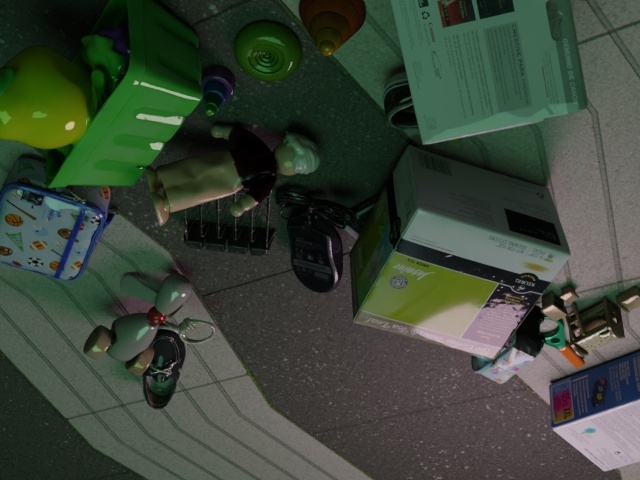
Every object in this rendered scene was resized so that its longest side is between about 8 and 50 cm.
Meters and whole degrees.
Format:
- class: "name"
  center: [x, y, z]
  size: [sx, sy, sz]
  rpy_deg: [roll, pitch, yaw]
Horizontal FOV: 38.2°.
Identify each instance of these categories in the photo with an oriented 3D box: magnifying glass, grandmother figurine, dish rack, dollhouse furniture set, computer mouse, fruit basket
- class: "magnifying glass"
  center: [0.579, 0.244, 2.262]
  size: [0.092, 0.026, 0.231]
  rpy_deg: [-26, 126, 31]
- class: "grandmother figurine"
  center: [-0.168, -0.141, 1.823]
  size: [0.342, 0.208, 0.104]
  rpy_deg: [-14, 167, -9]
- class: "dish rack"
  center: [-0.198, -0.076, 1.984]
  size: [0.208, 0.074, 0.271]
  rpy_deg: [6, 136, -1]
- class: "dollhouse furniture set"
  center: [0.624, 0.163, 2.105]
  size: [0.161, 0.101, 0.182]
  rpy_deg: [33, 132, -25]
- class: "computer mouse"
  center: [0.000, 0.000, 2.031]
  size: [0.188, 0.072, 0.272]
  rpy_deg: [17, 135, 20]
- class: "fruit basket"
  center: [-0.437, -0.268, 1.642]
  size: [0.392, 0.283, 0.392]
  rpy_deg: [-6, 146, -4]

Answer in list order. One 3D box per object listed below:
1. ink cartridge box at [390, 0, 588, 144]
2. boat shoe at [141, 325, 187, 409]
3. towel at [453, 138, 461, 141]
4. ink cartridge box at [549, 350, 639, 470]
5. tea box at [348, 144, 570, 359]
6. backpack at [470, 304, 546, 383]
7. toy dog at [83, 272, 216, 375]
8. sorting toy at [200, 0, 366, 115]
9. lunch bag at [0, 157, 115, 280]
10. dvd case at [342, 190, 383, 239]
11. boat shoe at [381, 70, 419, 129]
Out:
- class: "ink cartridge box"
  center: [0.270, -0.338, 1.492]
  size: [0.272, 0.130, 0.309]
  rpy_deg: [-9, 107, 17]
- class: "boat shoe"
  center: [-0.416, 0.340, 2.451]
  size: [0.114, 0.091, 0.302]
  rpy_deg: [7, 138, -1]
- class: "towel"
  center: [0.274, -0.281, 1.731]
  size: [0.102, 0.021, 0.237]
  rpy_deg: [17, 137, -16]
- class: "ink cartridge box"
  center: [0.817, 0.416, 2.320]
  size: [0.395, 0.151, 0.270]
  rpy_deg: [-27, 128, 34]
- class: "tea box"
  center: [0.267, 0.030, 1.873]
  size: [0.329, 0.220, 0.323]
  rpy_deg: [17, 127, -15]
- class: "backpack"
  center: [0.422, 0.235, 2.165]
  size: [0.144, 0.166, 0.188]
  rpy_deg: [18, 134, -10]
- class: "toy dog"
  center: [-0.429, 0.185, 2.274]
  size: [0.334, 0.161, 0.220]
  rpy_deg: [-27, 126, 13]
- class: "sorting toy"
  center: [-0.082, -0.319, 1.659]
  size: [0.365, 0.126, 0.127]
  rpy_deg: [-25, 129, 29]
- class: "lunch bag"
  center: [-0.596, -0.041, 2.047]
  size: [0.243, 0.115, 0.303]
  rpy_deg: [20, 137, -17]
- class: "dvd case"
  center: [0.183, -0.045, 1.994]
  size: [0.239, 0.029, 0.179]
  rpy_deg: [-29, 126, 33]
- class: "boat shoe"
  center: [0.277, -0.250, 1.659]
  size: [0.335, 0.119, 0.121]
  rpy_deg: [-9, 137, 14]
